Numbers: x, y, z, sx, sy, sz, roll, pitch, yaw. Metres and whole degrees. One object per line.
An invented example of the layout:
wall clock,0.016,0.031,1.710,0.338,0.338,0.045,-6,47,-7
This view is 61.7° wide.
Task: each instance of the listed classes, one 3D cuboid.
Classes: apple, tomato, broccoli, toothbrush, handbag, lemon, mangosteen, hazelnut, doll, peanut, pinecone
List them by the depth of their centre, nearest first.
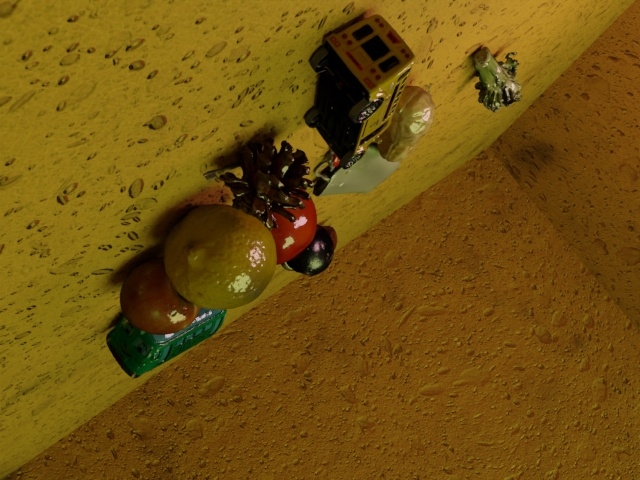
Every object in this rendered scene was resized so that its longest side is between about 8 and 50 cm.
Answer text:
pinecone,-0.099,-0.118,1.088,0.150,0.179,0.195,-15,-150,51
toothbrush,-0.176,-0.155,1.129,0.167,0.014,0.011,-28,173,-42
lemon,-0.224,0.036,1.217,0.267,0.267,0.267,-35,172,-6
apple,-0.389,0.136,1.303,0.196,0.196,0.196,-35,172,-6
peanut,0.225,-0.314,1.470,0.147,0.147,0.305,-35,174,-8
tomato,-0.112,-0.040,1.475,0.260,0.180,0.260,-38,173,-6
doll,0.039,-0.234,1.486,0.114,0.039,0.057,114,-4,-49
handbag,0.101,-0.213,1.648,0.241,0.109,0.315,-42,166,32
broccoli,0.527,-0.513,1.654,0.146,0.164,0.304,-6,172,28
mangosteen,-0.073,0.036,2.079,0.250,0.211,0.211,-4,-167,35
hazelnut,0.000,0.000,2.363,0.154,0.143,0.143,-32,175,33

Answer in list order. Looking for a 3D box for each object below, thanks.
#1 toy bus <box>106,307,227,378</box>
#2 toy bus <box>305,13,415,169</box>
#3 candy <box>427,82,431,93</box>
toy bus,-0.464,0.258,1.676,0.344,0.183,0.199,-28,165,-49
toy bus,0.072,-0.271,1.043,0.151,0.145,0.331,-36,171,-11
candy,0.314,-0.434,1.571,0.025,0.023,0.083,-25,159,-16
